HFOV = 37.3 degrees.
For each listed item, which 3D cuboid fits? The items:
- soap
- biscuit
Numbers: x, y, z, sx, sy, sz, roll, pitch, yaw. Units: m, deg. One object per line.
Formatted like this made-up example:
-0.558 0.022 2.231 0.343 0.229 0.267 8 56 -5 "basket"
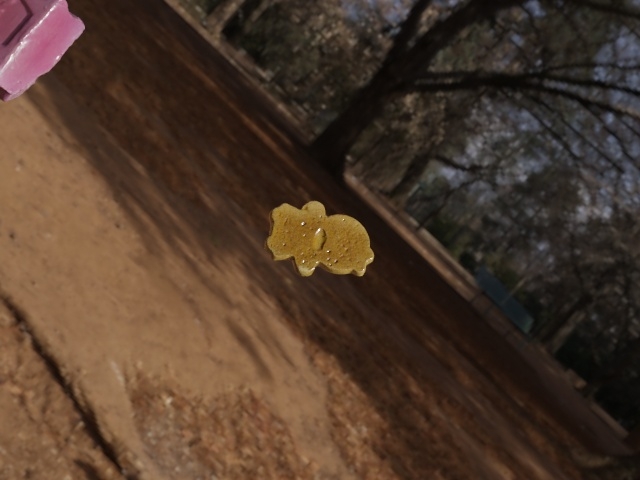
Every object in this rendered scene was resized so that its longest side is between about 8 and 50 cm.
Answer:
-0.692 -0.454 1.915 0.359 0.233 0.128 32 -13 16 "soap"
0.000 0.000 1.941 0.225 0.166 0.036 9 -24 -6 "biscuit"
